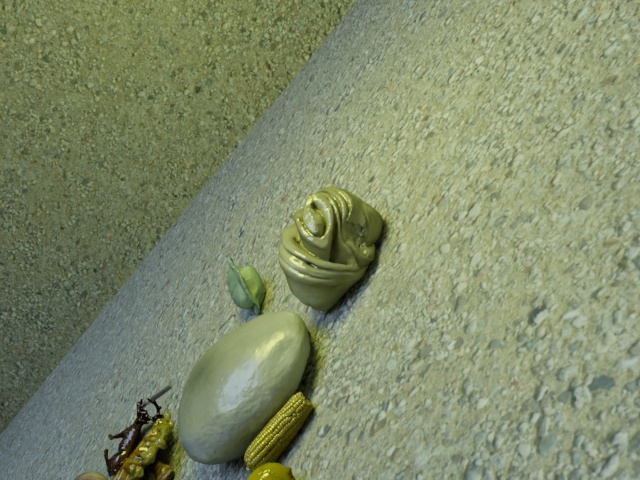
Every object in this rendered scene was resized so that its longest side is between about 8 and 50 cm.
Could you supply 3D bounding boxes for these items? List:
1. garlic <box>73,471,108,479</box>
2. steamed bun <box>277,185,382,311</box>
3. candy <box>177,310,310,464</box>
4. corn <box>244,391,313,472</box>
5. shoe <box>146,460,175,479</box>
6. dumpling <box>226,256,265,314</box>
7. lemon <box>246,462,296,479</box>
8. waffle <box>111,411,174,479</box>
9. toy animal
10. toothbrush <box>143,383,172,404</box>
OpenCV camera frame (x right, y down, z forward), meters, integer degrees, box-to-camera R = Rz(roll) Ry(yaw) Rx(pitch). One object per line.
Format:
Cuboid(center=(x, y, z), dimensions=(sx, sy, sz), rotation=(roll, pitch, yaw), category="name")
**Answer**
Cuboid(center=(-0.756, 0.788, 1.930), dimensions=(0.245, 0.253, 0.245), rotation=(-32, 32, 23), category="garlic")
Cuboid(center=(0.001, 0.001, 1.623), dimensions=(0.289, 0.203, 0.276), rotation=(-53, 25, 5), category="steamed bun")
Cuboid(center=(-0.191, 0.333, 1.583), dimensions=(0.427, 0.186, 0.386), rotation=(-39, 24, 22), category="candy")
Cuboid(center=(-0.093, 0.421, 1.415), dimensions=(0.206, 0.067, 0.067), rotation=(-51, 24, 0), category="corn")
Cuboid(center=(-0.446, 0.652, 1.756), dimensions=(0.069, 0.072, 0.109), rotation=(33, 93, 27), category="shoe")
Cuboid(center=(-0.219, 0.126, 1.953), dimensions=(0.219, 0.108, 0.152), rotation=(47, 138, 41), category="dumpling")
Cuboid(center=(-0.100, 0.500, 1.275), dimensions=(0.133, 0.109, 0.109), rotation=(-57, 24, -16), category="lemon")
Cuboid(center=(-0.522, 0.634, 1.830), dimensions=(0.302, 0.068, 0.325), rotation=(-50, 2, 12), category="waffle")
Cuboid(center=(-0.600, 0.633, 2.074), dimensions=(0.260, 0.087, 0.243), rotation=(-22, 53, 48), category="toy animal")
Cuboid(center=(-0.556, 0.524, 2.184), dimensions=(0.194, 0.014, 0.017), rotation=(-36, 29, 35), category="toothbrush")
